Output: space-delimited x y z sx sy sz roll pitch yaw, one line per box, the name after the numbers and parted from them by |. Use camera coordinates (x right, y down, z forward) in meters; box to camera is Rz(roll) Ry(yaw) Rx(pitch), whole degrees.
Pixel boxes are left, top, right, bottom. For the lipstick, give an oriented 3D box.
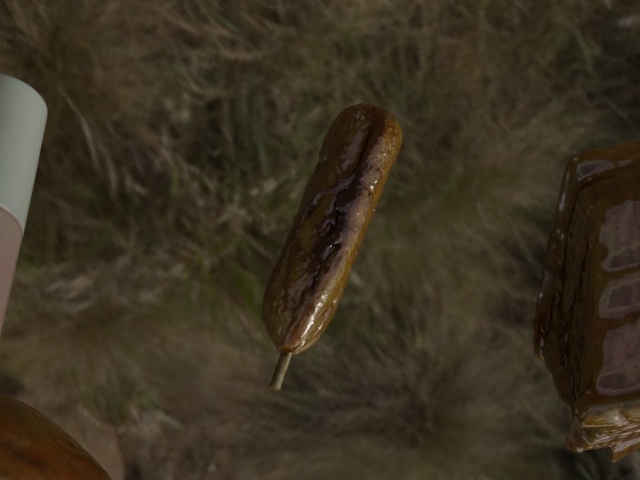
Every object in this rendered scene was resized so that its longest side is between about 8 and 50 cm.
-0.217 0.018 0.943 0.070 0.254 0.070 4 147 3 | lipstick

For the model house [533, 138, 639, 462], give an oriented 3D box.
0.255 0.043 1.092 0.199 0.229 0.220 -5 121 0 | model house

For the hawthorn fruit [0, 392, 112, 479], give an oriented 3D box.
-0.293 0.223 1.211 0.277 0.277 0.298 -29 114 -6 | hawthorn fruit

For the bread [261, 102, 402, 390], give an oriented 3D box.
0.002 0.001 1.720 0.124 0.084 0.344 94 17 -69 | bread
